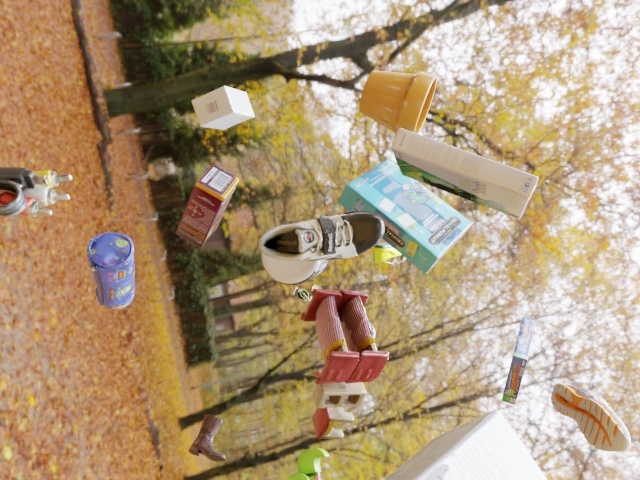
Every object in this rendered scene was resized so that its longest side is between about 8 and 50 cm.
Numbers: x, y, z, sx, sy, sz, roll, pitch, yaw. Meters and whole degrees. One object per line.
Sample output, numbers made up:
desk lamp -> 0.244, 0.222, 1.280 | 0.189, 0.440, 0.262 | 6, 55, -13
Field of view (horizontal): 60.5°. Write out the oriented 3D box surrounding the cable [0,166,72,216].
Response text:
cable -> -0.590, -0.084, 0.945 | 0.139, 0.287, 0.072 | -86, 178, -48

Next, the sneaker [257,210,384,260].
sneaker -> 0.000, 0.000, 1.397 | 0.146, 0.330, 0.122 | -22, 101, -81

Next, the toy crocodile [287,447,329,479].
toy crocodile -> -0.019, 0.708, 1.405 | 0.115, 0.105, 0.340 | 56, 24, -48

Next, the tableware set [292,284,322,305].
tableware set -> -0.024, 0.190, 1.958 | 0.024, 0.154, 0.104 | -43, -162, 41

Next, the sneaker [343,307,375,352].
sneaker -> 0.128, 0.296, 1.854 | 0.103, 0.111, 0.252 | 54, -29, 39

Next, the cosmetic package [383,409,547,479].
cosmetic package -> 0.355, 0.718, 1.435 | 0.327, 0.394, 0.329 | 56, -40, 16

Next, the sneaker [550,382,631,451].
sneaker -> 0.572, 0.361, 1.138 | 0.215, 0.083, 0.084 | -120, -138, -73

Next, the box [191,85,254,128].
box -> -0.317, -0.433, 1.805 | 0.170, 0.130, 0.091 | -25, 97, -73

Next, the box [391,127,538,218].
box -> 0.333, -0.152, 1.292 | 0.058, 0.322, 0.232 | -64, 162, -2

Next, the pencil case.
pencil case -> -0.617, 0.097, 1.627 | 0.119, 0.133, 0.306 | 39, -34, 9

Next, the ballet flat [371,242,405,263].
ballet flat -> 0.260, 0.039, 1.889 | 0.077, 0.231, 0.077 | 14, -74, 48

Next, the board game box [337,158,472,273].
board game box -> 0.257, -0.083, 1.651 | 0.336, 0.254, 0.079 | 41, -47, 14

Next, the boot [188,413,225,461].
boot -> -0.275, 0.510, 1.430 | 0.114, 0.106, 0.037 | -64, 160, -46

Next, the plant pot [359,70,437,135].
plant pot -> 0.225, -0.419, 1.650 | 0.205, 0.188, 0.205 | 21, 90, -78

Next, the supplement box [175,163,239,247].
supplement box -> -0.292, -0.087, 1.413 | 0.188, 0.081, 0.104 | -57, -175, 37

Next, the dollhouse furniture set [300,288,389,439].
dollhouse furniture set -> 0.019, 0.321, 1.388 | 0.201, 0.152, 0.374 | -108, -150, -45

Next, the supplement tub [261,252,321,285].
supplement tub -> -0.073, 0.043, 1.856 | 0.316, 0.193, 0.193 | -11, 91, -83

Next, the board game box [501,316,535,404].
board game box -> 0.505, 0.301, 1.395 | 0.201, 0.035, 0.136 | -40, 139, -56
